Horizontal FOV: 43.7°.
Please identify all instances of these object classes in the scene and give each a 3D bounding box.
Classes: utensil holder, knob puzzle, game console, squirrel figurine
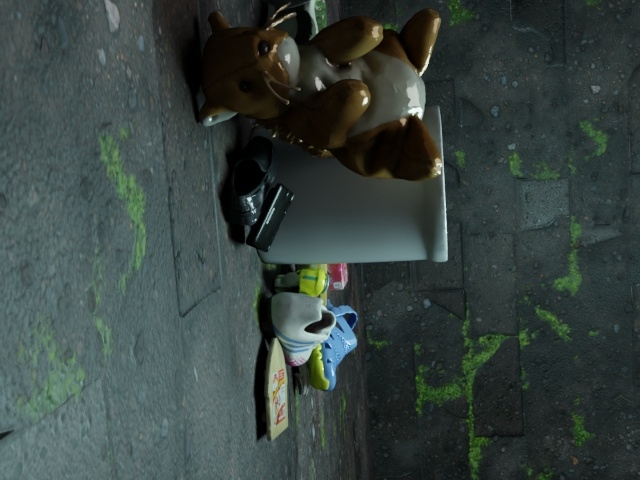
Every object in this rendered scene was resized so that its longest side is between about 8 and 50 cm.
[{"bbox_3d":[0.066,-0.111,1.678,0.327,0.385,0.328,-2,90,-82],"label":"utensil holder"},{"bbox_3d":[-0.099,0.296,1.626,0.213,0.030,0.213,-3,90,-81],"label":"knob puzzle"},{"bbox_3d":[-0.107,-0.048,1.469,0.122,0.071,0.107,-66,158,-4],"label":"game console"},{"bbox_3d":[-0.037,-0.246,1.346,0.397,0.370,0.281,-179,-87,-66],"label":"squirrel figurine"}]

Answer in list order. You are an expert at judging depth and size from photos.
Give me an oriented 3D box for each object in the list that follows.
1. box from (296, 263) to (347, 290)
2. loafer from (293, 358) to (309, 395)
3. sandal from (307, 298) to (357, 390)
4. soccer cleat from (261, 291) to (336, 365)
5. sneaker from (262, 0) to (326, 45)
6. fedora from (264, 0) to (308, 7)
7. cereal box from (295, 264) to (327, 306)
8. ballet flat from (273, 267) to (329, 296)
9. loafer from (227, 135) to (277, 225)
[{"bbox_3d":[0.000,0.000,2.101,0.128,0.122,0.257,-39,125,-80],"label":"box"},{"bbox_3d":[-0.052,0.318,1.959,0.045,0.039,0.125,164,-72,-64],"label":"loafer"},{"bbox_3d":[0.031,0.255,2.045,0.317,0.138,0.126,-88,-169,-51],"label":"sandal"},{"bbox_3d":[-0.031,0.202,1.740,0.331,0.143,0.116,68,20,-67],"label":"soccer cleat"},{"bbox_3d":[-0.042,-0.494,1.849,0.182,0.158,0.410,63,31,-50],"label":"sneaker"},{"bbox_3d":[-0.051,-0.615,1.647,0.124,0.243,0.275,55,18,-41],"label":"fedora"},{"bbox_3d":[-0.026,0.115,1.905,0.240,0.047,0.173,113,-20,-64],"label":"cereal box"},{"bbox_3d":[-0.059,0.097,1.753,0.231,0.077,0.077,156,-59,-64],"label":"ballet flat"},{"bbox_3d":[-0.122,-0.123,1.445,0.223,0.076,0.078,-80,174,-45],"label":"loafer"}]
